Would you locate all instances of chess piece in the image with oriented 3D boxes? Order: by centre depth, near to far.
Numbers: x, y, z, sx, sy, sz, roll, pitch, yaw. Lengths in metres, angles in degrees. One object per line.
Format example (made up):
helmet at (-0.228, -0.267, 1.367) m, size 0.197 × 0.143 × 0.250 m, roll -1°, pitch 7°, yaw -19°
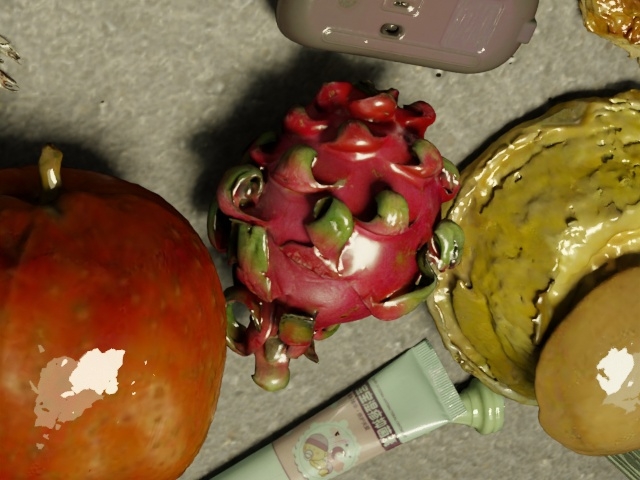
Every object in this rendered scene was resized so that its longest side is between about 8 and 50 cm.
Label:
chess piece at (0.107, 0.175, 1.863) m, size 0.149 × 0.059 × 0.059 m, roll -8°, pitch 130°, yaw -15°

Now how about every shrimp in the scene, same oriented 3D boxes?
shrimp at (-0.265, -0.144, 1.430) m, size 0.092 × 0.029 × 0.038 m, roll 21°, pitch 107°, yaw -44°

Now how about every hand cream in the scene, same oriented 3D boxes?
hand cream at (-0.017, 0.216, 1.827) m, size 0.331 × 0.085 × 0.058 m, roll -30°, pitch 155°, yaw 2°

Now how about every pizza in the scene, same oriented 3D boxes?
pizza at (0.316, -0.208, 1.642) m, size 0.271 × 0.056 × 0.134 m, roll 29°, pitch 103°, yaw -39°

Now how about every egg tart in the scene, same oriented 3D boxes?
egg tart at (0.272, 0.031, 1.735) m, size 0.345 × 0.132 × 0.345 m, roll -8°, pitch 117°, yaw -16°

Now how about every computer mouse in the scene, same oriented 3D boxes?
computer mouse at (0.071, -0.200, 1.527) m, size 0.232 × 0.057 × 0.120 m, roll 6°, pitch 124°, yaw -27°

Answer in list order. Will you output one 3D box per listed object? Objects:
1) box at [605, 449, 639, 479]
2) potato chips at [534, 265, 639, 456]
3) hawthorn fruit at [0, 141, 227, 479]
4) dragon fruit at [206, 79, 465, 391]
box at (0.372, 0.192, 1.891) m, size 0.135 × 0.243 × 0.163 m, roll -40°, pitch 133°, yaw -6°
potato chips at (0.295, 0.117, 1.674) m, size 0.208 × 0.062 × 0.195 m, roll -12°, pitch 117°, yaw -11°
hawthorn fruit at (-0.210, 0.064, 1.476) m, size 0.275 × 0.275 × 0.300 m, roll -6°, pitch 116°, yaw -22°
dragon fruit at (0.000, -0.010, 1.578) m, size 0.218 × 0.198 × 0.273 m, roll 9°, pitch 148°, yaw -45°
